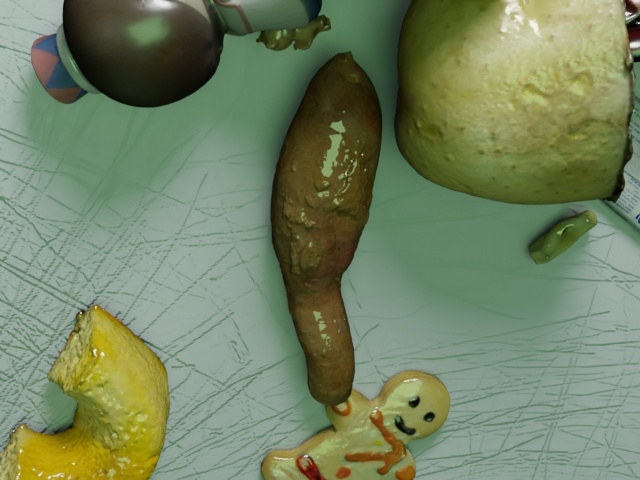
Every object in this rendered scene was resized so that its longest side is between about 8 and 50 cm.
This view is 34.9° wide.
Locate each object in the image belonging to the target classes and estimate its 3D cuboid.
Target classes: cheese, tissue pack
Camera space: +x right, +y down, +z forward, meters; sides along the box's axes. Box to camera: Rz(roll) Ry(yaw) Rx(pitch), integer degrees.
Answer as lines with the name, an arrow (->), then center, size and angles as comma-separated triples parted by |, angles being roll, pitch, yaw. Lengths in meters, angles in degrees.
cheese -> 0.266, -0.005, 1.113 | 0.083, 0.044, 0.030 | -35, 96, 4
tissue pack -> 0.344, -0.085, 1.109 | 0.193, 0.026, 0.122 | 34, 100, -20

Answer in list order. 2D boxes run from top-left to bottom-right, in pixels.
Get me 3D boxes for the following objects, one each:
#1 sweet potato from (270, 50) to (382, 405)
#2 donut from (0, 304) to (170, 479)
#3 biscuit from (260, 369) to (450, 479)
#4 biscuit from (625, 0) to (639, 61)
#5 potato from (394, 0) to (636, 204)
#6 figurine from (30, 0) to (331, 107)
sweet potato -> 0.000, 0.000, 1.030 | 0.109, 0.109, 0.385 | 0, 115, -12
donut -> -0.234, 0.209, 1.064 | 0.152, 0.101, 0.259 | 26, 98, -25
biscuit -> 0.048, 0.235, 1.162 | 0.234, 0.030, 0.153 | -36, 114, 3
biscuit -> 0.346, -0.293, 1.003 | 0.151, 0.063, 0.235 | -4, 94, -17
potato -> 0.175, -0.154, 0.956 | 0.242, 0.242, 0.285 | -16, 134, -6
figurine -> -0.132, -0.210, 0.905 | 0.275, 0.158, 0.161 | -27, 154, -2
